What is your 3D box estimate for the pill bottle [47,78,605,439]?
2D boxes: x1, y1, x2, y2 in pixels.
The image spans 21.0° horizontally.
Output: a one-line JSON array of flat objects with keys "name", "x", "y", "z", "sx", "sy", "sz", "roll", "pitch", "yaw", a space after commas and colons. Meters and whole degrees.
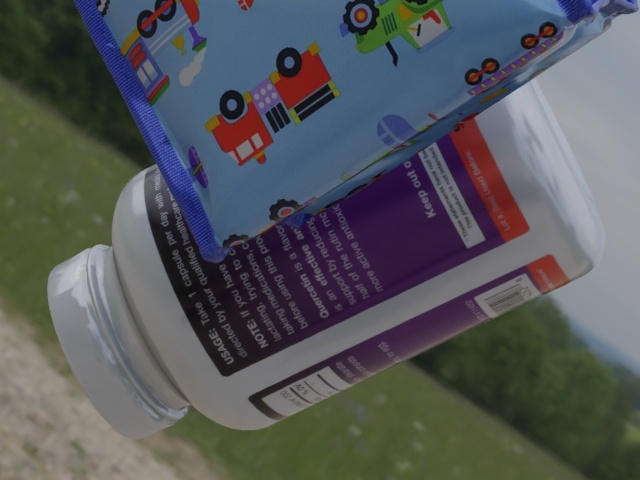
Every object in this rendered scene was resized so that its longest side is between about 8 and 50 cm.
[{"name": "pill bottle", "x": 0.000, "y": 0.000, "z": 1.069, "sx": 0.181, "sy": 0.323, "sz": 0.181, "roll": 60, "pitch": 11, "yaw": -20}]

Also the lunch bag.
[{"name": "lunch bag", "x": -0.022, "y": -0.175, "z": 0.843, "sx": 0.293, "sy": 0.221, "sz": 0.138, "roll": 59, "pitch": 21, "yaw": 3}]
